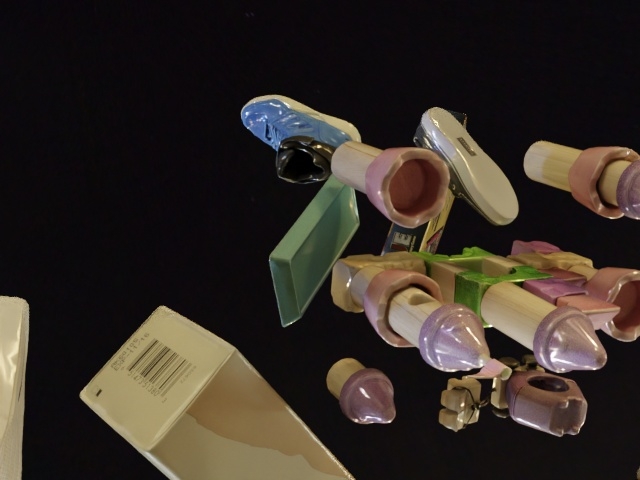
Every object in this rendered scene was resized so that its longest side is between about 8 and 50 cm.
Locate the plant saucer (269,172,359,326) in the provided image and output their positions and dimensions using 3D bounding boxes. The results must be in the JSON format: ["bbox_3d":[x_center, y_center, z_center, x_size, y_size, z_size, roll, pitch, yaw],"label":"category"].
[{"bbox_3d":[0.000,0.000,0.807,0.018,0.192,0.067,0,-64,21],"label":"plant saucer"}]

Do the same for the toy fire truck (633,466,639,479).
[{"bbox_3d":[0.422,0.300,0.837,0.246,0.217,0.159,15,-66,-3],"label":"toy fire truck"}]

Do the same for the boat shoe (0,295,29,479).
[{"bbox_3d":[-0.328,0.179,0.801,0.119,0.335,0.121,-1,-56,-11],"label":"boat shoe"}]

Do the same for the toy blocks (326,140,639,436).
[{"bbox_3d":[0.176,0.073,0.803,0.288,0.260,0.309,-3,-74,-25],"label":"toy blocks"}]

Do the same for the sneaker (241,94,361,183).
[{"bbox_3d":[-0.039,-0.111,1.017,0.152,0.084,0.058,22,-43,22],"label":"sneaker"}]

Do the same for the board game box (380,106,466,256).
[{"bbox_3d":[0.121,-0.017,1.117,0.042,0.165,0.243,17,-110,13],"label":"board game box"}]

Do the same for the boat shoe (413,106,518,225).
[{"bbox_3d":[0.136,-0.065,0.864,0.049,0.142,0.040,-7,-35,-37],"label":"boat shoe"}]

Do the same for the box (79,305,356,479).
[{"bbox_3d":[-0.079,0.221,0.919,0.121,0.148,0.311,-49,-50,-17],"label":"box"}]
